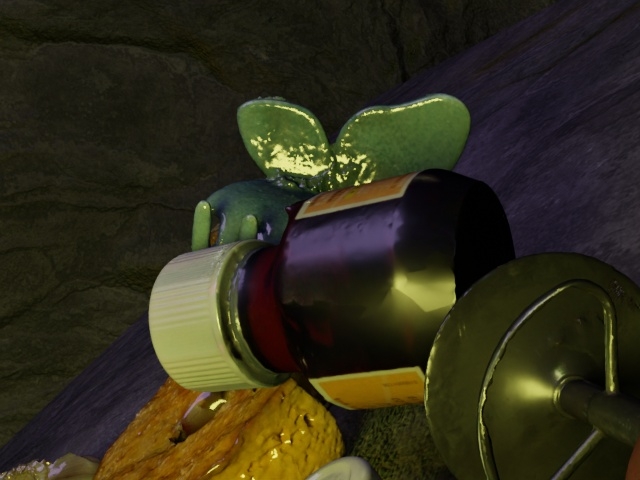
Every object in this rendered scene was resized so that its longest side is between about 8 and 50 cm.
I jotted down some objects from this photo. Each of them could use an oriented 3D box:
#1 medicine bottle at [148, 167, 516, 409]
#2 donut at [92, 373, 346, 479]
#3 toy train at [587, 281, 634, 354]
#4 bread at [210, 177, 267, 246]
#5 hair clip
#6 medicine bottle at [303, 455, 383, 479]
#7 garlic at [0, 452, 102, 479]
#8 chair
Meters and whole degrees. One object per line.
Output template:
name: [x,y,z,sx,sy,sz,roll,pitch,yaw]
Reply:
medicine bottle: [0.004,0.059,1.100,0.395,0.243,0.242,-5,29,31]
donut: [-0.141,0.288,1.383,0.377,0.163,0.435,-38,15,8]
toy train: [0.256,0.124,1.008,0.194,0.081,0.125,-42,2,7]
bread: [-0.008,0.014,1.718,0.207,0.279,0.279,-45,12,-37]
hair clip: [0.000,0.000,1.343,0.238,0.318,0.392,-68,-7,-54]
medicine bottle: [0.047,0.272,0.852,0.105,0.168,0.105,-36,13,10]
garlic: [-0.446,0.447,1.627,0.256,0.207,0.207,-38,10,40]
chair: [0.237,0.134,0.657,0.226,0.226,0.401,-41,13,-8]
